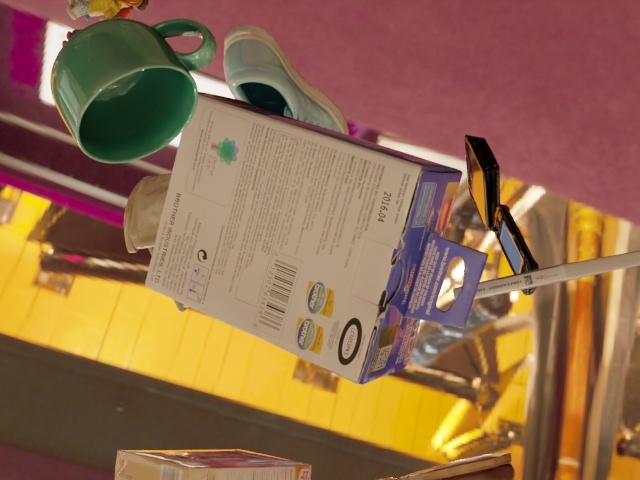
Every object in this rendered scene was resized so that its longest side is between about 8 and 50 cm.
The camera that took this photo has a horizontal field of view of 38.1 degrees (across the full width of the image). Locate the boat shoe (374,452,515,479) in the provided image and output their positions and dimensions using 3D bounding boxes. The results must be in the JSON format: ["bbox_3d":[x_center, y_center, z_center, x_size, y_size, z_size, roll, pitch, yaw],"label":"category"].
[{"bbox_3d":[0.104,0.262,0.917,0.207,0.073,0.073,-25,161,33],"label":"boat shoe"}]

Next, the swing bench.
[{"bbox_3d":[-0.224,-0.008,1.802,0.253,0.165,0.255,-9,130,37],"label":"swing bench"}]

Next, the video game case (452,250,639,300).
[{"bbox_3d":[0.297,0.047,1.207,0.190,0.022,0.173,-6,172,-43],"label":"video game case"}]

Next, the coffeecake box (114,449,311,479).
[{"bbox_3d":[-0.126,0.288,1.094,0.185,0.068,0.142,12,170,-44],"label":"coffeecake box"}]

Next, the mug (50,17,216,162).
[{"bbox_3d":[-0.191,-0.160,0.933,0.157,0.097,0.129,-21,150,-27],"label":"mug"}]

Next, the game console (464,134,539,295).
[{"bbox_3d":[0.389,-0.051,2.003,0.044,0.361,0.213,-18,142,-1],"label":"game console"}]

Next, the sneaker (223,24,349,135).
[{"bbox_3d":[-0.069,-0.228,1.735,0.135,0.150,0.366,-19,140,29],"label":"sneaker"}]

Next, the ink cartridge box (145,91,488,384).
[{"bbox_3d":[0.000,0.000,1.153,0.395,0.270,0.151,21,-167,27],"label":"ink cartridge box"}]

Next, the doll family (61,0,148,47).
[{"bbox_3d":[-0.419,-0.420,1.818,0.163,0.263,0.118,-4,156,17],"label":"doll family"}]
